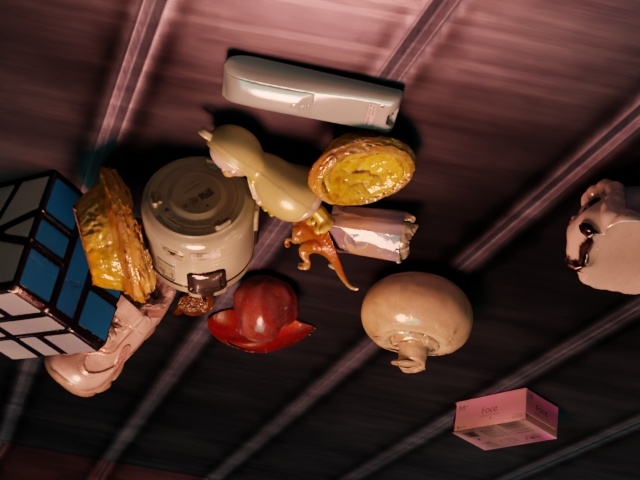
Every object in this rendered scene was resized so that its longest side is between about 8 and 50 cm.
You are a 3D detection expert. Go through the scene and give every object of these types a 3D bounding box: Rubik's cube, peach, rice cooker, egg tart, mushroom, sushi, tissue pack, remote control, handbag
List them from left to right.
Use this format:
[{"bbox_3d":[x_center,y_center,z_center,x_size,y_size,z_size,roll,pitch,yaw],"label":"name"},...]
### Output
[{"bbox_3d":[-0.602,0.063,2.061,0.293,0.289,0.283,-8,146,33],"label":"Rubik's cube"},{"bbox_3d":[-0.401,-0.009,1.885,0.118,0.288,0.288,-15,152,-12],"label":"egg tart"},{"bbox_3d":[-0.298,0.147,2.340,0.120,0.052,0.055,-10,159,34],"label":"sushi"},{"bbox_3d":[-0.226,-0.023,1.868,0.225,0.226,0.244,11,146,-1],"label":"rice cooker"},{"bbox_3d":[-0.148,0.238,2.431,0.279,0.068,0.189,-1,150,18],"label":"peach"},{"bbox_3d":[-0.124,0.146,2.205,0.152,0.152,0.152,7,150,4],"label":"peach"},{"bbox_3d":[-0.016,-0.233,1.613,0.293,0.051,0.103,10,149,-2],"label":"remote control"},{"bbox_3d":[0.067,-0.132,1.704,0.191,0.074,0.191,-11,149,-6],"label":"egg tart"},{"bbox_3d":[0.105,-0.013,1.907,0.173,0.095,0.117,6,156,12],"label":"handbag"},{"bbox_3d":[0.201,0.179,2.098,0.246,0.203,0.246,10,160,3],"label":"mushroom"},{"bbox_3d":[0.491,0.479,2.615,0.148,0.093,0.246,33,143,-31],"label":"tissue pack"}]

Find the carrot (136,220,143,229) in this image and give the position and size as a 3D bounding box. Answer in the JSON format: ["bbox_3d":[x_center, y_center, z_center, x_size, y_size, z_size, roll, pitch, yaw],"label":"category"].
[{"bbox_3d":[-0.371,-0.007,2.120,0.035,0.035,0.142,-9,149,29],"label":"carrot"}]

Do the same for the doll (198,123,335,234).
[{"bbox_3d":[-0.099,-0.115,1.767,0.296,0.141,0.117,28,105,-22],"label":"doll"}]

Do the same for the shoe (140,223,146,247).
[{"bbox_3d":[-0.252,0.010,2.044,0.240,0.108,0.093,12,152,10],"label":"shoe"}]

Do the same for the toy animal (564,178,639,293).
[{"bbox_3d":[0.531,-0.021,1.706,0.204,0.156,0.208,9,142,5],"label":"toy animal"}]

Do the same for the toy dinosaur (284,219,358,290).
[{"bbox_3d":[-0.001,-0.001,1.924,0.212,0.057,0.142,22,134,29],"label":"toy dinosaur"}]

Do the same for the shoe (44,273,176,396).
[{"bbox_3d":[-0.465,0.178,2.193,0.171,0.351,0.198,37,134,-2],"label":"shoe"}]
